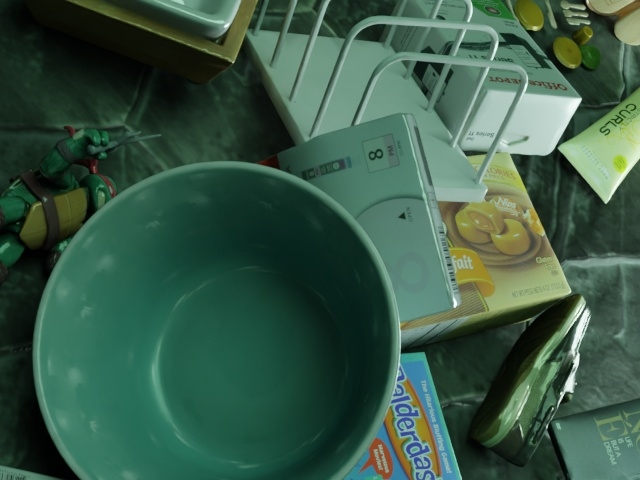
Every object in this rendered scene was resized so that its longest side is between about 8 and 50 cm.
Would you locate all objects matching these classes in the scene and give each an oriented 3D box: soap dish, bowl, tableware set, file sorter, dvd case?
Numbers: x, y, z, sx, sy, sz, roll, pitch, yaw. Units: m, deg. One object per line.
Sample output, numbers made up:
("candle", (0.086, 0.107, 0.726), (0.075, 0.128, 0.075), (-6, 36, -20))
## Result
("soap dish", (-0.166, -0.311, 1.376), (0.228, 0.118, 0.291), (20, 53, -5))
("bowl", (-0.077, 0.100, 1.144), (0.311, 0.163, 0.312), (-2, 78, 9))
("tableware set", (0.308, -0.272, 1.740), (0.154, 0.024, 0.104), (-2, 68, -34))
("file sorter", (0.065, -0.194, 1.378), (0.192, 0.173, 0.278), (1, 41, -28))
("dvd case", (0.375, 0.253, 1.440), (0.221, 0.018, 0.165), (-10, 68, -18))

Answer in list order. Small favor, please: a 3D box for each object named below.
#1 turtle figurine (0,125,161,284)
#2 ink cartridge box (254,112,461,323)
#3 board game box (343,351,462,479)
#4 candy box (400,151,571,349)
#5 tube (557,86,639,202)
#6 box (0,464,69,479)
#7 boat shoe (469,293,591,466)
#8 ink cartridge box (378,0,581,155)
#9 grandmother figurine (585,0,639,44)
("turtle figurine", (-0.245, -0.015, 1.188), (0.234, 0.118, 0.175), (-28, 121, -38))
("ink cartridge box", (0.000, 0.000, 1.235), (0.066, 0.232, 0.189), (0, 75, -77))
("board game box", (0.030, 0.196, 1.277), (0.210, 0.047, 0.160), (-1, 65, -33))
("candy box", (0.102, 0.015, 1.400), (0.316, 0.087, 0.183), (-9, 68, -35))
("tube", (0.402, -0.142, 1.701), (0.070, 0.062, 0.240), (23, 46, 34))
("box", (-0.249, 0.281, 1.060), (0.145, 0.038, 0.186), (17, 55, -23))
("boat shoe", (0.241, 0.153, 1.420), (0.073, 0.080, 0.223), (46, 55, -9))
("ink cartridge box", (0.186, -0.200, 1.535), (0.153, 0.087, 0.208), (0, 43, -33))
("grandmother figurine", (0.444, -0.451, 1.884), (0.208, 0.104, 0.342), (50, 40, -35))
